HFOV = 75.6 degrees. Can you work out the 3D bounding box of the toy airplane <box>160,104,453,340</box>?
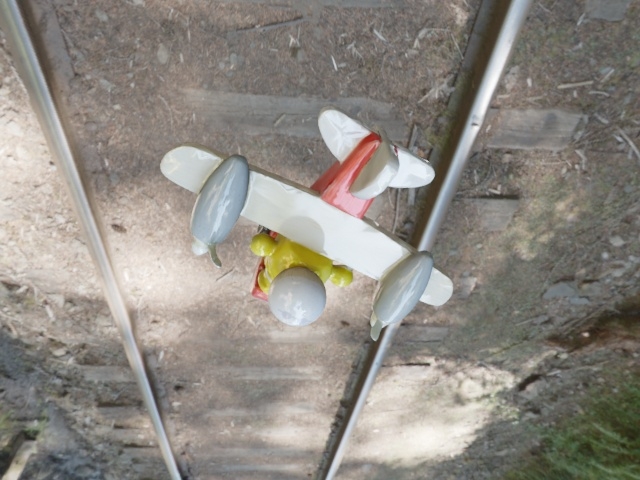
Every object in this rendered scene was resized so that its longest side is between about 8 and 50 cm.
[{"bbox_3d":[0.000,0.000,0.640,0.386,0.272,0.384,-1,140,18],"label":"toy airplane"}]
